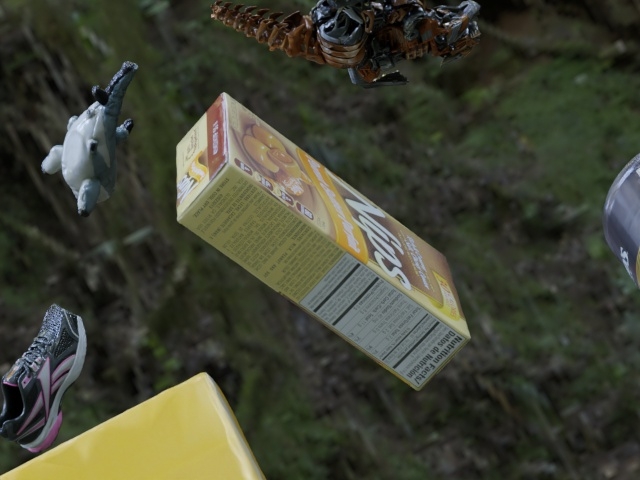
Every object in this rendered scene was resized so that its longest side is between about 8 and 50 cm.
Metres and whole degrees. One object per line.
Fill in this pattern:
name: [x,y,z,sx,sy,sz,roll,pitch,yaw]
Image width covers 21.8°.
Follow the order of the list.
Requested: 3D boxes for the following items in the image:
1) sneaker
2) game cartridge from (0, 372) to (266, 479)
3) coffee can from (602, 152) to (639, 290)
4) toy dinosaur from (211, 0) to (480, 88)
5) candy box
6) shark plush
sneaker: [-0.336,0.160,1.970,0.072,0.178,0.077,2,-15,43]
game cartridge: [-0.120,0.265,0.891,0.285,0.324,0.053,-27,-32,-4]
coffee can: [0.465,0.026,1.910,0.201,0.201,0.275,-29,32,6]
toy dinosaur: [0.041,-0.279,2.021,0.322,0.164,0.218,-15,-53,-30]
candy box: [0.000,0.000,1.694,0.087,0.316,0.183,-48,21,18]
shark plush: [-0.202,-0.099,1.518,0.067,0.073,0.161,-15,-51,-42]
